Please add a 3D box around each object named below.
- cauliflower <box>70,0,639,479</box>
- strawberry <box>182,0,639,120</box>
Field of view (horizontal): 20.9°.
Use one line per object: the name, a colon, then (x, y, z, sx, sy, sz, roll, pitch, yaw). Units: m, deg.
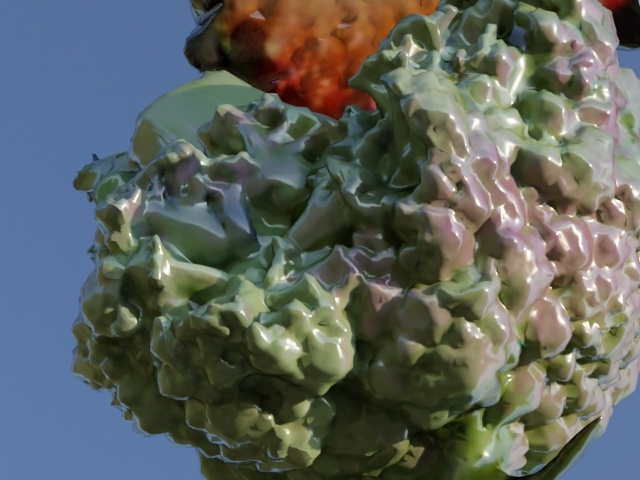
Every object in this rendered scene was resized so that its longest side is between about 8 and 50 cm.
cauliflower: (0.000, 0.000, 0.687, 0.315, 0.256, 0.239, 33, -47, 35)
strawberry: (0.067, -0.164, 0.836, 0.306, 0.138, 0.233, -21, -93, -5)
